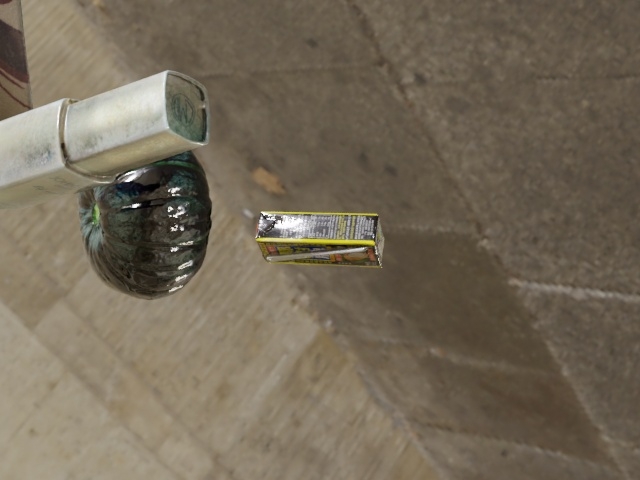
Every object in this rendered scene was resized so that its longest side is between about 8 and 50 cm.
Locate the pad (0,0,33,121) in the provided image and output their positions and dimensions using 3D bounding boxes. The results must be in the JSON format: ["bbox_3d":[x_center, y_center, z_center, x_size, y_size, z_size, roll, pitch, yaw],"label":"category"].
[{"bbox_3d":[-0.504,-0.228,1.633,0.220,0.330,0.004,-7,180,25],"label":"pad"}]

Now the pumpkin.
[{"bbox_3d":[-0.194,-0.031,1.282,0.202,0.140,0.202,12,104,60],"label":"pumpkin"}]

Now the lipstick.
[{"bbox_3d":[-0.218,-0.091,1.060,0.253,0.077,0.079,-12,163,34],"label":"lipstick"}]

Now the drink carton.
[{"bbox_3d":[0.000,0.000,1.557,0.165,0.056,0.071,1,149,12],"label":"drink carton"}]
